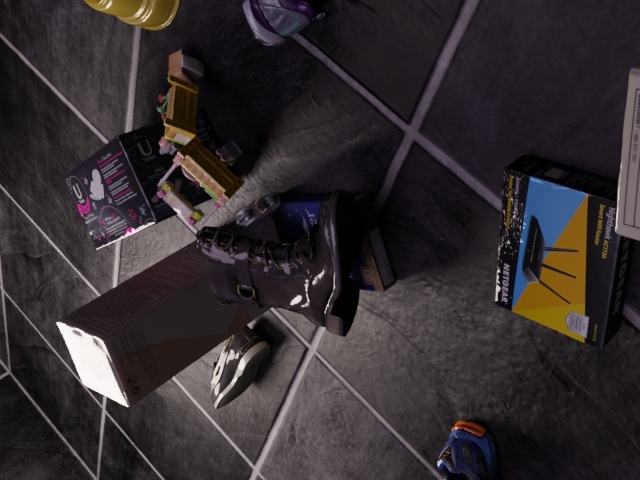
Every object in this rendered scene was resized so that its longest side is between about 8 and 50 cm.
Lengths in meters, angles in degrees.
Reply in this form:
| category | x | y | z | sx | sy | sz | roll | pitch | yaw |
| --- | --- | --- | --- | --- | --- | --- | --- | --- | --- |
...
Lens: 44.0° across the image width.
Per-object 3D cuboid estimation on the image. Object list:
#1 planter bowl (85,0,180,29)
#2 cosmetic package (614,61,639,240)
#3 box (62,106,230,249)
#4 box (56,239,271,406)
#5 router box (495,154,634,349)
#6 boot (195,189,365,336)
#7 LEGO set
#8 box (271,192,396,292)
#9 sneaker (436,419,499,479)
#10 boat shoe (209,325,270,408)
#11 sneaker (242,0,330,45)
| category | x | y | z | sx | sy | sz | roll | pitch | yaw |
| --- | --- | --- | --- | --- | --- | --- | --- | --- | --- |
| planter bowl | -0.304 | -0.398 | 1.140 | 0.217 | 0.090 | 0.217 | 29 | 135 | 34 |
| cosmetic package | 0.385 | -0.052 | 0.572 | 0.296 | 0.129 | 0.153 | 23 | 131 | 39 |
| box | -0.279 | -0.098 | 1.274 | 0.247 | 0.163 | 0.142 | -16 | 101 | 52 |
| box | -0.231 | 0.111 | 1.249 | 0.148 | 0.311 | 0.121 | 11 | 124 | 46 |
| router box | 0.256 | 0.011 | 0.837 | 0.133 | 0.046 | 0.179 | 23 | 132 | 37 |
| boot | -0.064 | 0.022 | 1.056 | 0.228 | 0.091 | 0.263 | 16 | 134 | 16 |
| LEGO set | -0.186 | -0.128 | 1.134 | 0.107 | 0.132 | 0.287 | -41 | 76 | 43 |
| box | 0.000 | 0.000 | 1.135 | 0.225 | 0.036 | 0.137 | 3 | 119 | 49 |
| sneaker | 0.213 | 0.363 | 1.115 | 0.083 | 0.087 | 0.221 | -3 | 114 | 51 |
| boat shoe | -0.159 | 0.232 | 1.459 | 0.069 | 0.081 | 0.228 | 48 | 136 | 16 |
| sneaker | -0.065 | -0.350 | 0.933 | 0.098 | 0.083 | 0.224 | -17 | 107 | 29 |
